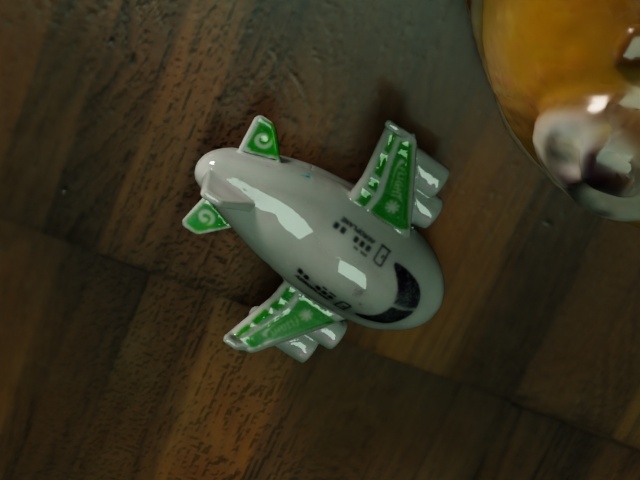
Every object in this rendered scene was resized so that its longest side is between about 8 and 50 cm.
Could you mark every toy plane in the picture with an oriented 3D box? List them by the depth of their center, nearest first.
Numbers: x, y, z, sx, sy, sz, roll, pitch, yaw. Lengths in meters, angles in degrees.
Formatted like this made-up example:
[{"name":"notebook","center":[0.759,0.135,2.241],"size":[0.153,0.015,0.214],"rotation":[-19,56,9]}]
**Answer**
[{"name":"toy plane","center":[0.000,-0.001,0.940],"size":[0.174,0.080,0.174],"rotation":[-1,114,-2]}]

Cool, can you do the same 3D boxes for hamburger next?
[{"name":"hamburger","center":[0.208,-0.120,0.809],"size":[0.276,0.237,0.276],"rotation":[0,111,1]}]
